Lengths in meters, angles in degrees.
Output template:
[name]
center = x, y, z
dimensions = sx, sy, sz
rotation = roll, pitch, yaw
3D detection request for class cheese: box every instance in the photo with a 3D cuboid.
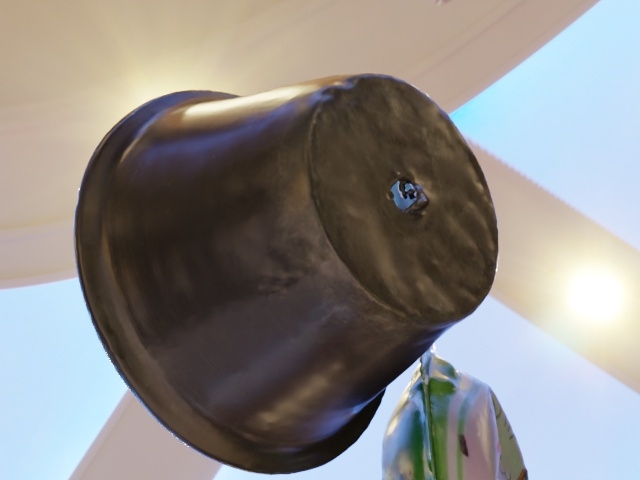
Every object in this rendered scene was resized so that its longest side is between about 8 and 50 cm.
[cheese]
center = 0.103, 0.214, 0.922
dimensions = 0.083, 0.204, 0.321
rotation = -13, -76, 12

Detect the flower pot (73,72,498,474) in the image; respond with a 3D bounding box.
[flower pot]
center = 0.000, 0.000, 0.785
dimensions = 0.235, 0.148, 0.235
rotation = 20, -121, -36
